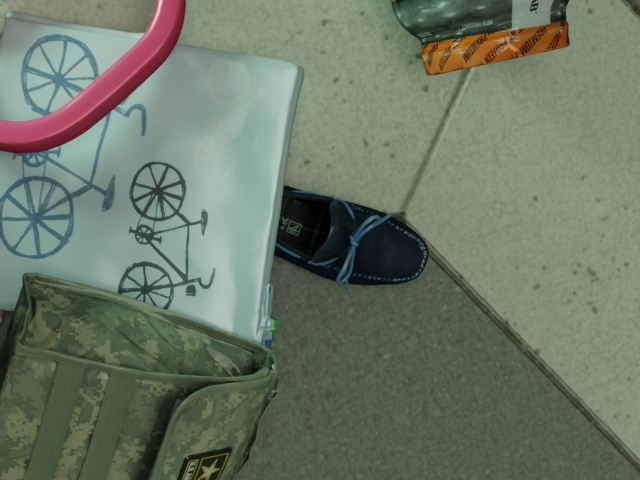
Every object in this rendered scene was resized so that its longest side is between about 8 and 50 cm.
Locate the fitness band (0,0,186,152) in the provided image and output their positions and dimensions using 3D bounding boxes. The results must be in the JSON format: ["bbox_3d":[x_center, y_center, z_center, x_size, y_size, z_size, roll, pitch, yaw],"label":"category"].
[{"bbox_3d":[-0.278,-0.222,1.896,0.291,0.054,0.209,-42,82,-6],"label":"fitness band"}]

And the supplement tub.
[{"bbox_3d":[0.161,-0.360,1.963,0.207,0.207,0.338,-13,95,-13],"label":"supplement tub"}]

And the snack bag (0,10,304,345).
[{"bbox_3d":[-0.197,-0.068,1.931,0.343,0.037,0.323,8,89,3],"label":"snack bag"}]

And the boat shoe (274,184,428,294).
[{"bbox_3d":[0.000,0.000,1.998,0.258,0.089,0.109,11,90,-14],"label":"boat shoe"}]

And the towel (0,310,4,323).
[{"bbox_3d":[-0.424,0.145,1.905,0.144,0.029,0.197,16,71,-14],"label":"towel"}]

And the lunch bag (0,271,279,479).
[{"bbox_3d":[-0.203,0.194,1.883,0.287,0.169,0.235,14,119,-15],"label":"lunch bag"}]

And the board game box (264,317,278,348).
[{"bbox_3d":[-0.163,0.119,1.991,0.201,0.035,0.136,19,88,-13],"label":"board game box"}]
